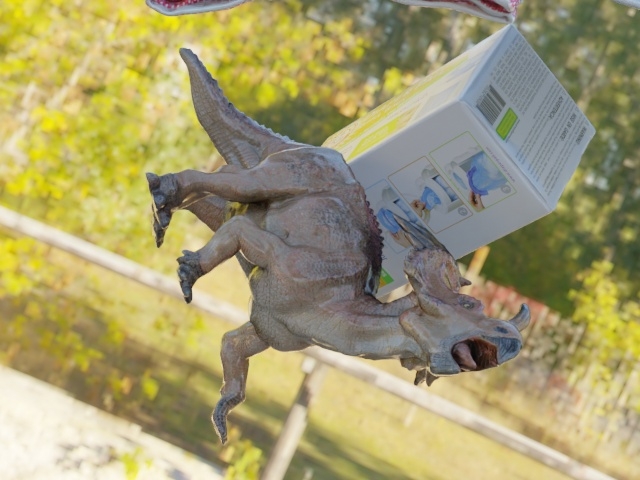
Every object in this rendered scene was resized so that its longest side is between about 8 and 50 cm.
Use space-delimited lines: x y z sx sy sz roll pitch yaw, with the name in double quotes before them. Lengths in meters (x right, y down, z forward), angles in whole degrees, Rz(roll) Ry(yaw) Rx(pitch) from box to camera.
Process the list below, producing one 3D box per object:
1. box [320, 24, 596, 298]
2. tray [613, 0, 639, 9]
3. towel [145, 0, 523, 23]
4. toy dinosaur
"box" 0.078 -0.049 1.024 0.103 0.203 0.114 49 42 -13
"tray" 0.254 -0.244 0.862 0.145 0.270 0.030 20 -15 1
"towel" 0.021 -0.110 0.598 0.144 0.029 0.197 1 12 12
"toy dinosaur" 0.000 0.000 0.916 0.127 0.200 0.295 90 -19 -58
